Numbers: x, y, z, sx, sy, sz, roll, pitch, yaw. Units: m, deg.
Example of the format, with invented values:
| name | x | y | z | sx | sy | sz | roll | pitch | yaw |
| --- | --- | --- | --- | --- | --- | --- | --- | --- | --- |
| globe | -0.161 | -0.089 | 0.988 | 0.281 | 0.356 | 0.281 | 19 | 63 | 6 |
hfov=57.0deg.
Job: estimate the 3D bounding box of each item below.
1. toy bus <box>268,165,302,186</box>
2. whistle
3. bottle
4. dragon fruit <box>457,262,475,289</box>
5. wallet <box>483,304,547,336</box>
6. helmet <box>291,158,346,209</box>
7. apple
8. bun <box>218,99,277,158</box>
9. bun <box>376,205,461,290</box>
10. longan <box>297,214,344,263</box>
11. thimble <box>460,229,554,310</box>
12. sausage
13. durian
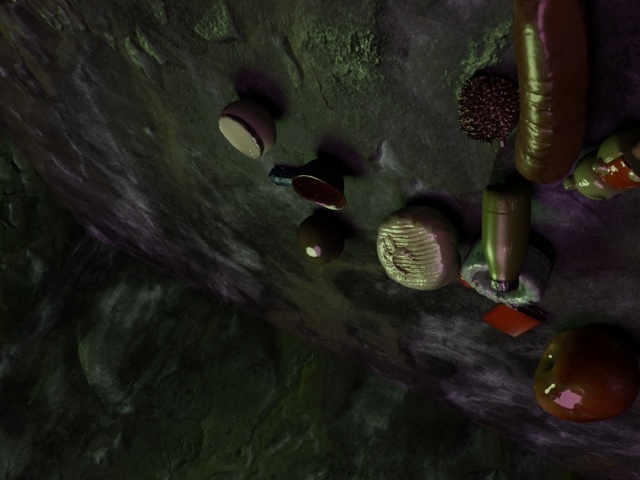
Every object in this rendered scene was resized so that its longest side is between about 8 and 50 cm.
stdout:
| name | x | y | z | sx | sy | sz | roll | pitch | yaw |
| --- | --- | --- | --- | --- | --- | --- | --- | --- | --- |
| toy bus | -0.087 | -0.197 | 1.870 | 0.166 | 0.047 | 0.065 | 10 | 153 | 37 |
| whistle | 0.581 | -0.149 | 1.115 | 0.131 | 0.106 | 0.288 | -8 | 167 | -15 |
| bottle | 0.446 | -0.004 | 1.423 | 0.112 | 0.112 | 0.260 | 10 | 113 | 37 |
| dragon fruit | 0.466 | 0.109 | 1.813 | 0.086 | 0.081 | 0.116 | 7 | 148 | 22 |
| wallet | 0.637 | 0.253 | 1.947 | 0.142 | 0.045 | 0.204 | 26 | 157 | 5 |
| helmet | 0.014 | -0.176 | 1.723 | 0.175 | 0.106 | 0.155 | 33 | 155 | -17 |
| apple | 0.808 | 0.412 | 1.778 | 0.302 | 0.301 | 0.301 | 24 | 156 | 12 |
| bun | -0.193 | -0.324 | 1.646 | 0.173 | 0.120 | 0.173 | 32 | 158 | 14 |
| bun | 0.288 | 0.012 | 1.715 | 0.273 | 0.168 | 0.273 | 25 | 135 | 27 |
| longan | 0.000 | 0.000 | 2.032 | 0.189 | 0.189 | 0.189 | 24 | 156 | 12 |
| thimble | 0.504 | 0.070 | 1.606 | 0.237 | 0.150 | 0.237 | 26 | 157 | 12 |
| sausage | 0.416 | -0.274 | 1.059 | 0.136 | 0.123 | 0.501 | 49 | 171 | 38 |
| durian | 0.345 | -0.250 | 1.221 | 0.148 | 0.091 | 0.188 | 7 | 149 | 42 |
